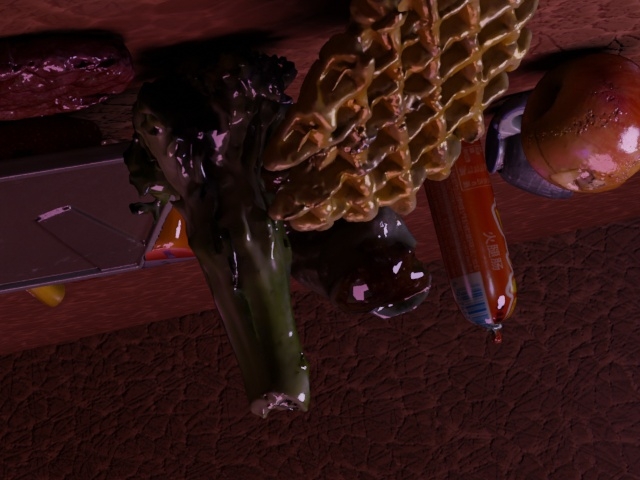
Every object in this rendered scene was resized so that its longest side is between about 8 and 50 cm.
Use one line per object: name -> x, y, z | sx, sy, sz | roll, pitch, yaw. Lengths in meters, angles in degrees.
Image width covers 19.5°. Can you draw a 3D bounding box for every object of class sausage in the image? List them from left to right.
sausage -> 0.152, -0.020, 1.963 | 0.083, 0.264, 0.083 | -14, 177, -1

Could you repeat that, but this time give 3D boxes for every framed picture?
framed picture -> -0.238, -0.016, 1.717 | 0.211, 0.020, 0.289 | -10, 160, -19

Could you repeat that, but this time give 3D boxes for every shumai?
shumai -> 0.000, 0.000, 2.157 | 0.222, 0.204, 0.272 | -7, 176, -25

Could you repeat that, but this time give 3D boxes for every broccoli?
broccoli -> -0.064, -0.004, 1.530 | 0.145, 0.304, 0.165 | -11, 171, -16

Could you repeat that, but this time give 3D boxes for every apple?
apple -> 0.275, -0.116, 1.862 | 0.146, 0.147, 0.146 | -11, 173, -1

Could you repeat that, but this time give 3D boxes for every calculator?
calculator -> -0.325, 0.011, 1.977 | 0.032, 0.146, 0.235 | -41, -179, -3

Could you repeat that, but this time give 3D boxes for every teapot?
teapot -> 0.238, -0.104, 2.068 | 0.108, 0.111, 0.149 | 4, 177, -6

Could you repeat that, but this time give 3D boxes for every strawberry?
strawberry -> -0.259, -0.086, 1.646 | 0.104, 0.048, 0.152 | -10, 172, 41

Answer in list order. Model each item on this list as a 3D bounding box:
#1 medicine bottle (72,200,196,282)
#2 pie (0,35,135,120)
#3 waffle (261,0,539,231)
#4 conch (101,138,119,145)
medicine bottle -> -0.182, -0.031, 1.950 | 0.222, 0.112, 0.149 | -11, 173, 4
pie -> -0.217, -0.125, 1.425 | 0.153, 0.038, 0.153 | -10, 171, -2
waffle -> 0.061, -0.109, 1.458 | 0.250, 0.056, 0.261 | -4, 131, -53
conch -> -0.260, -0.044, 1.809 | 0.176, 0.104, 0.094 | -15, -151, 2
